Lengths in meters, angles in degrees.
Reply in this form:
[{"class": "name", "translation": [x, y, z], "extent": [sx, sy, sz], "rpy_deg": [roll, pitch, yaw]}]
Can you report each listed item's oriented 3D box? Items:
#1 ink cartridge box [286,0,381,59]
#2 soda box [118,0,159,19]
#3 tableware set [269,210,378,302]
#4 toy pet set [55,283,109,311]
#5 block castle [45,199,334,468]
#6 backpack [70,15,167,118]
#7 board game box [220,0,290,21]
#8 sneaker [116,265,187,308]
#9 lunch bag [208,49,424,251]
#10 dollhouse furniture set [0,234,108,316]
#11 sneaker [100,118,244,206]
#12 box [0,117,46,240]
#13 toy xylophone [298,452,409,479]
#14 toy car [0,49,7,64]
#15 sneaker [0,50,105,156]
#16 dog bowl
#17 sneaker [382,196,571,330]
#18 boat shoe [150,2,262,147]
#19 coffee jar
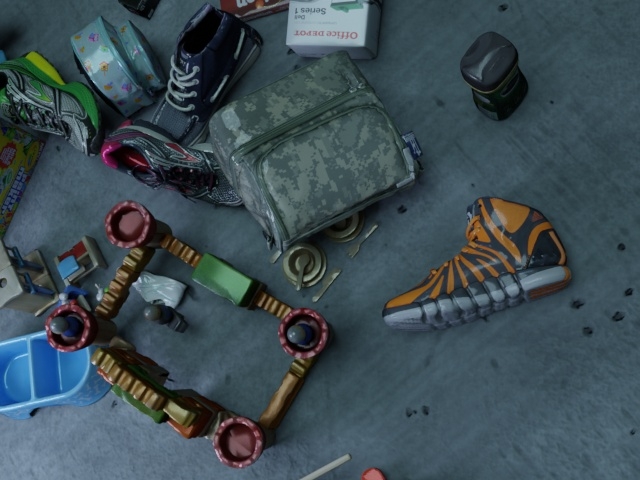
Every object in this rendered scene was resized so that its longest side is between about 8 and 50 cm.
[{"class": "ink cartridge box", "translation": [0.030, -0.459, 1.699], "extent": [0.160, 0.092, 0.219], "rpy_deg": [5, 90, 17]}, {"class": "soda box", "translation": [-0.352, -0.552, 1.892], "extent": [0.060, 0.053, 0.169], "rpy_deg": [26, 87, 23]}, {"class": "tableware set", "translation": [0.000, 0.000, 1.659], "extent": [0.128, 0.039, 0.194], "rpy_deg": [41, 93, 22]}, {"class": "toy pet set", "translation": [-0.462, 0.103, 1.763], "extent": [0.065, 0.122, 0.114], "rpy_deg": [57, 135, 12]}, {"class": "block castle", "translation": [-0.230, 0.161, 1.581], "extent": [0.453, 0.213, 0.303], "rpy_deg": [31, 89, 14]}, {"class": "backpack", "translation": [-0.401, -0.351, 1.793], "extent": [0.144, 0.188, 0.166], "rpy_deg": [-31, 70, 10]}, {"class": "board game box", "translation": [-0.071, -0.530, 1.807], "extent": [0.281, 0.027, 0.145], "rpy_deg": [-12, 76, 16]}, {"class": "sneaker", "translation": [-0.333, 0.088, 1.747], "extent": [0.152, 0.053, 0.061], "rpy_deg": [17, 87, 21]}, {"class": "lunch bag", "translation": [-0.007, -0.144, 1.573], "extent": [0.305, 0.212, 0.256], "rpy_deg": [-27, 73, -12]}, {"class": "dollhouse furniture set", "translation": [-0.549, 0.041, 1.790], "extent": [0.183, 0.129, 0.129], "rpy_deg": [-34, 70, 10]}, {"class": "sneaker", "translation": [-0.268, -0.127, 1.705], "extent": [0.299, 0.112, 0.121], "rpy_deg": [18, 118, 7]}, {"class": "box", "translation": [-0.737, -0.129, 1.800], "extent": [0.177, 0.279, 0.290], "rpy_deg": [22, 87, 11]}, {"class": "toy xylophone", "translation": [0.030, 0.496, 1.518], "extent": [0.322, 0.081, 0.236], "rpy_deg": [-25, 72, 12]}, {"class": "toy car", "translation": [-0.814, -0.429, 1.979], "extent": [0.219, 0.238, 0.210], "rpy_deg": [-14, 114, -20]}, {"class": "sneaker", "translation": [-0.554, -0.257, 1.825], "extent": [0.343, 0.134, 0.146], "rpy_deg": [33, 45, 31]}, {"class": "dog bowl", "translation": [-0.545, 0.253, 1.773], "extent": [0.297, 0.074, 0.166], "rpy_deg": [-14, 74, 15]}, {"class": "sneaker", "translation": [0.246, 0.037, 1.537], "extent": [0.321, 0.124, 0.180], "rpy_deg": [-17, 69, 4]}, {"class": "boat shoe", "translation": [-0.259, -0.301, 1.749], "extent": [0.127, 0.158, 0.340], "rpy_deg": [32, 90, 22]}, {"class": "coffee jar", "translation": [0.295, -0.279, 1.541], "extent": [0.079, 0.184, 0.096], "rpy_deg": [39, 92, 22]}]
